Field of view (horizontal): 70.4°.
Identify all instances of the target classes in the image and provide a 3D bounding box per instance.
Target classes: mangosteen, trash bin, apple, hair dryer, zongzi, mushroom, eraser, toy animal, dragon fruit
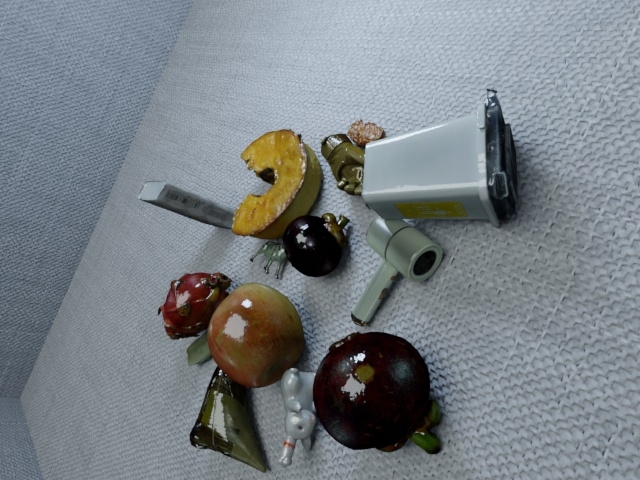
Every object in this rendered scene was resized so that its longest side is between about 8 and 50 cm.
[{"bbox_3d":[0.146,0.402,1.134,0.306,0.306,0.359,-39,72,25],"label":"mangosteen"},{"bbox_3d":[0.311,-0.194,1.191,0.367,0.256,0.296,-4,73,28],"label":"trash bin"},{"bbox_3d":[-0.202,0.313,1.474,0.277,0.319,0.319,34,99,25],"label":"apple"},{"bbox_3d":[0.184,0.117,1.336,0.203,0.128,0.362,43,112,44],"label":"hair dryer"},{"bbox_3d":[-0.269,0.597,1.564,0.317,0.154,0.289,12,78,25],"label":"zongzi"},{"bbox_3d":[0.000,0.000,1.500,0.250,0.211,0.211,-34,46,-11],"label":"mangosteen"},{"bbox_3d":[-0.430,0.402,1.810,0.312,0.081,0.100,-40,48,30],"label":"mushroom"},{"bbox_3d":[-0.519,-0.137,1.872,0.213,0.397,0.082,8,80,45],"label":"eraser"},{"bbox_3d":[-0.165,0.044,1.709,0.217,0.073,0.176,24,85,50],"label":"toy animal"},{"bbox_3d":[-0.501,0.246,1.813,0.315,0.250,0.250,-54,46,26],"label":"dragon fruit"},{"bbox_3d":[-0.054,0.526,1.375,0.138,0.140,0.282,-34,50,40],"label":"toy animal"}]

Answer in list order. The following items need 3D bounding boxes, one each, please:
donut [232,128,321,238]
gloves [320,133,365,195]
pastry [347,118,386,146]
[{"bbox_3d":[-0.155,-0.202,1.733,0.377,0.163,0.435,-6,68,40],"label":"donut"},{"bbox_3d":[0.110,-0.236,1.512,0.154,0.141,0.331,-37,48,7],"label":"gloves"},{"bbox_3d":[0.162,-0.361,1.571,0.087,0.063,0.169,-54,41,1],"label":"pastry"}]
